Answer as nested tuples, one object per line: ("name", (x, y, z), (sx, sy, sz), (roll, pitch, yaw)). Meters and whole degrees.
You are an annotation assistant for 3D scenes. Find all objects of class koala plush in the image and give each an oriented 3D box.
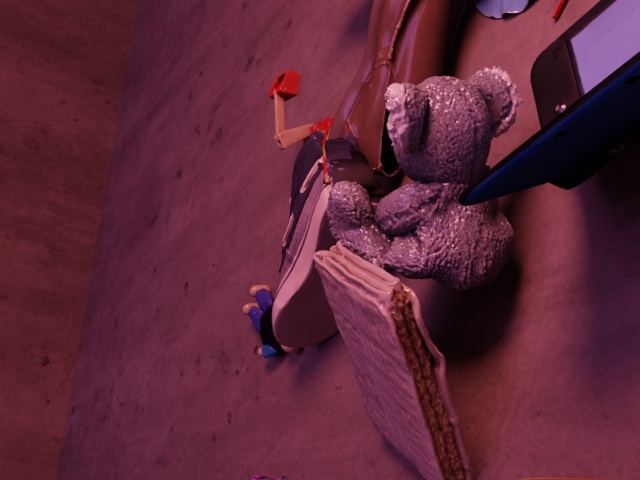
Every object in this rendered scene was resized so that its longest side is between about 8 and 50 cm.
("koala plush", (0.134, -0.080, 0.820), (0.203, 0.196, 0.221), (42, 135, 50))

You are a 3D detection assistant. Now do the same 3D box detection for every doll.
("doll", (-0.080, 0.137, 1.266), (0.189, 0.046, 0.129), (42, 113, 59))

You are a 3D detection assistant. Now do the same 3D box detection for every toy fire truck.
("toy fire truck", (-0.030, -0.176, 1.247), (0.047, 0.135, 0.192), (-10, 67, 58))

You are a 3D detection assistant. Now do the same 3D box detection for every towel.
("towel", (0.082, 0.143, 0.837), (0.187, 0.049, 0.282), (34, 146, 61))

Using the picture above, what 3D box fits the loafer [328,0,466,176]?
("loafer", (0.136, -0.246, 1.031), (0.130, 0.133, 0.366), (45, 127, 38))

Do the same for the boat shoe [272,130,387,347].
("boat shoe", (0.000, 0.000, 1.079), (0.158, 0.127, 0.341), (-106, 30, -42))

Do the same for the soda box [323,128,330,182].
("soda box", (0.019, -0.083, 1.192), (0.058, 0.061, 0.181), (40, 110, 59))

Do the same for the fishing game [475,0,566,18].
("fishing game", (0.256, -0.387, 0.965), (0.189, 0.041, 0.264), (-66, 30, 18))

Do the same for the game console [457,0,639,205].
("game console", (0.255, -0.176, 0.634), (0.293, 0.173, 0.250), (-41, 40, 46))

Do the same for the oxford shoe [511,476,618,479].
("oxford shoe", (0.181, 0.270, 0.683), (0.348, 0.130, 0.123), (-20, 83, 33))

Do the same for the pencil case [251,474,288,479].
("pencil case", (-0.099, 0.435, 1.129), (0.070, 0.064, 0.152), (30, 101, 44))
